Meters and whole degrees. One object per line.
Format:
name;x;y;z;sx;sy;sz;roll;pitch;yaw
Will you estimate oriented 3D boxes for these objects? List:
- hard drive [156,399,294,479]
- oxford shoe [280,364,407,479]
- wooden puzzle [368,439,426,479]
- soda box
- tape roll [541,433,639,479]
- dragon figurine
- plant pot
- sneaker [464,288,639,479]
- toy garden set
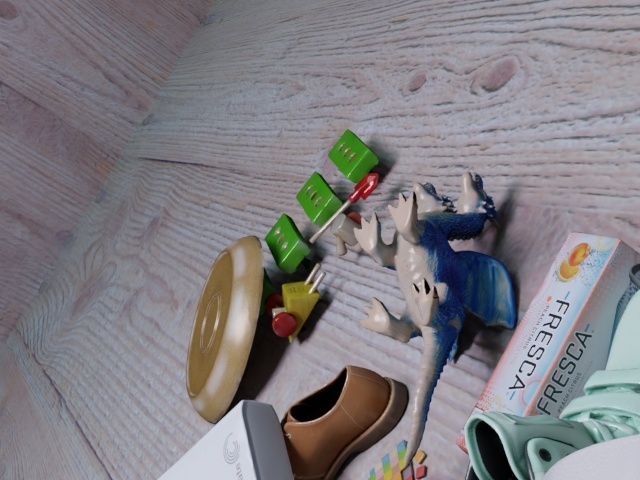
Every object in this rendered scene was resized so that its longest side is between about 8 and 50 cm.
hard drive;-0.138;0.342;0.943;0.353;0.047;0.233;-45;44;30
oxford shoe;-0.015;0.191;0.953;0.212;0.076;0.076;-50;25;20
wooden puzzle;0.061;0.203;0.871;0.083;0.006;0.049;-46;25;24
soda box;0.174;0.087;0.723;0.183;0.063;0.058;-60;23;-6
tape roll;0.180;0.191;0.346;0.246;0.246;0.169;-23;40;53
dragon figurine;0.110;0.048;0.870;0.085;0.144;0.289;-36;50;38
plant pot;-0.124;0.104;1.242;0.236;0.032;0.236;-165;90;-74
sneaker;0.167;0.104;0.603;0.094;0.151;0.255;-28;35;52
toy garden set;0.000;0.000;1.207;0.244;0.049;0.204;-53;21;8
